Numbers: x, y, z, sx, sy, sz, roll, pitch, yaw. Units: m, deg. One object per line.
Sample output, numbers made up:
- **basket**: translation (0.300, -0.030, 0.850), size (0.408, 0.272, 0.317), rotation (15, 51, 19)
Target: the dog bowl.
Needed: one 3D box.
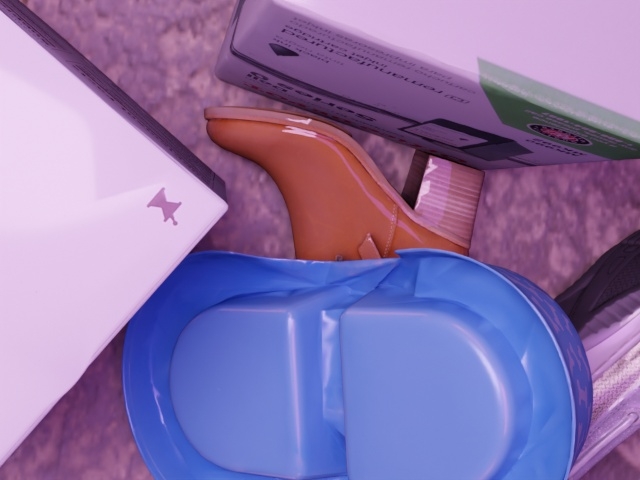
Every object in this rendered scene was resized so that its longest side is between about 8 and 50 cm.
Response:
- **dog bowl**: translation (0.017, 0.085, 0.621), size (0.074, 0.297, 0.166), rotation (-7, 94, -55)

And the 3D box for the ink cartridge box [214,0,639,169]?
- **ink cartridge box**: translation (0.066, -0.128, 0.610), size (0.211, 0.289, 0.122), rotation (19, 89, -10)

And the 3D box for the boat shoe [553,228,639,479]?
- **boat shoe**: translation (0.225, 0.069, 0.730), size (0.320, 0.118, 0.103), rotation (-35, 104, -5)

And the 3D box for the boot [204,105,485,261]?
- **boot**: translation (0.000, 0.000, 0.707), size (0.197, 0.073, 0.152), rotation (18, 96, 0)

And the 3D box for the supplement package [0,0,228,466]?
- **supplement package**: translation (-0.185, -0.017, 0.558), size (0.198, 0.262, 0.199), rotation (42, 90, -8)
